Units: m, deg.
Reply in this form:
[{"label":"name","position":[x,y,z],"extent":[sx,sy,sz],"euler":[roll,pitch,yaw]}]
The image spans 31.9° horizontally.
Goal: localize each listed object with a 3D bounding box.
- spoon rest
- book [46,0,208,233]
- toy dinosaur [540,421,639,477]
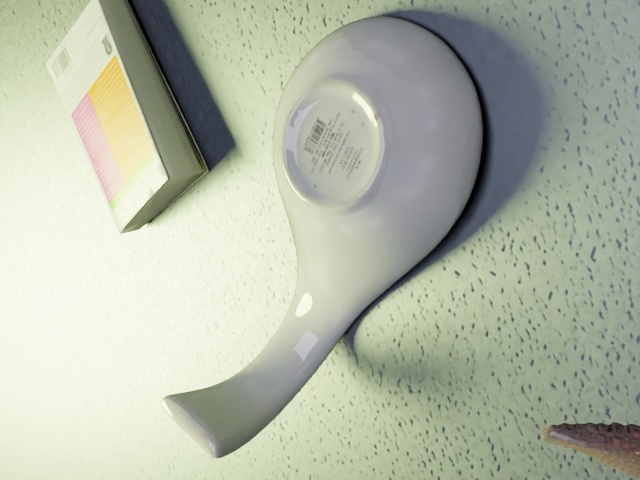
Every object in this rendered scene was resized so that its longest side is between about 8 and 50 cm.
[{"label":"spoon rest","position":[0.000,0.000,0.661],"extent":[0.137,0.084,0.276],"euler":[40,112,28]},{"label":"book","position":[-0.144,-0.088,0.795],"extent":[0.096,0.035,0.144],"euler":[-35,76,46]},{"label":"toy dinosaur","position":[0.237,0.118,0.421],"extent":[0.296,0.127,0.200],"euler":[40,126,35]}]
